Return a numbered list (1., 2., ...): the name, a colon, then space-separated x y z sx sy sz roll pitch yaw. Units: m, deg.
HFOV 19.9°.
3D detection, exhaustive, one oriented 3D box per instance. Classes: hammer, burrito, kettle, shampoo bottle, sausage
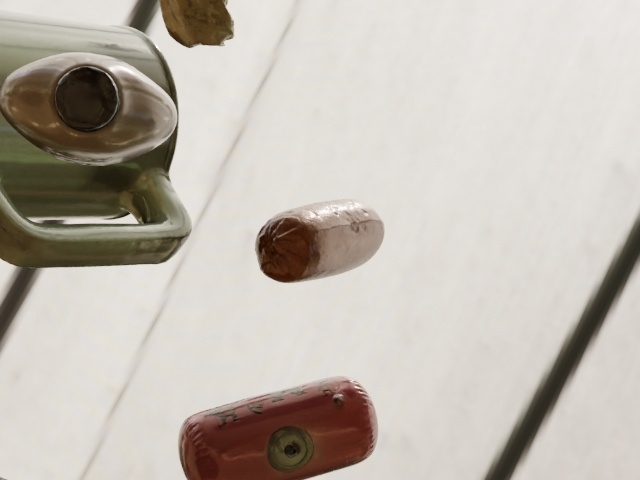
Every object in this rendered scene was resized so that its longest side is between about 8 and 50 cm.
1. hammer: -0.017 0.081 0.747 0.083 0.043 0.043 -12 -16 -14
2. burrito: -0.089 -0.191 1.138 0.055 0.041 0.149 3 -71 66
3. kettle: -0.287 -0.105 1.667 0.265 0.205 0.318 21 13 40
4. shampoo bottle: -0.167 -0.094 1.318 0.127 0.078 0.257 11 -3 -6
5. sausage: 0.000 0.000 1.760 0.076 0.076 0.197 17 12 24

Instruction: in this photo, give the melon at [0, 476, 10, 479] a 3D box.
1. melon: -0.129 0.171 0.611 0.182 0.182 0.287 36 1 -20
